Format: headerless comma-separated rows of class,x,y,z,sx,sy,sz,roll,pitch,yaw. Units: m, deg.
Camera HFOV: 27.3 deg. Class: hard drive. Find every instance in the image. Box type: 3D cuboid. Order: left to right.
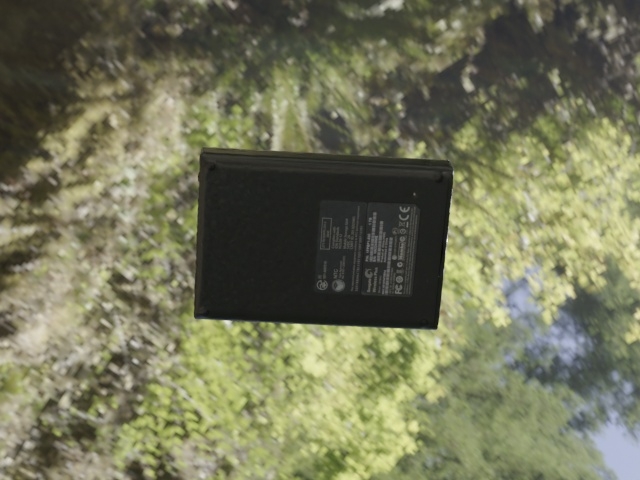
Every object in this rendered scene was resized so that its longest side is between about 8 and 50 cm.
hard drive,0.000,0.000,0.714,0.135,0.094,0.022,3,-161,-4
